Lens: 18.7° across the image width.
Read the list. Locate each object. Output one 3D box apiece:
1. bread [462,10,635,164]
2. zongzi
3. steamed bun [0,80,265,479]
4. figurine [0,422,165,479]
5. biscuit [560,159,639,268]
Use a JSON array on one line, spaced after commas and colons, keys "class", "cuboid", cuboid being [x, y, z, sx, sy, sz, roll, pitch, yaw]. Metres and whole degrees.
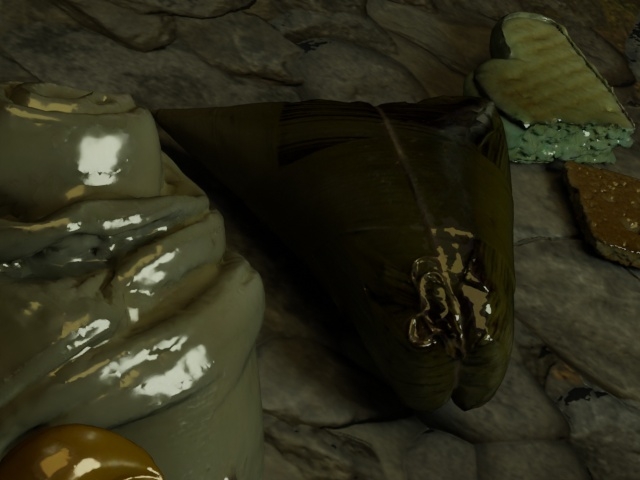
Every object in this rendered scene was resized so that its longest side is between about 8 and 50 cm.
[{"class": "bread", "cuboid": [0.221, -0.132, 1.852, 0.172, 0.064, 0.232, 27, 35, -2]}, {"class": "zongzi", "cuboid": [0.000, 0.000, 1.490, 0.300, 0.145, 0.274, 7, 41, -1]}, {"class": "steamed bun", "cuboid": [-0.176, 0.026, 1.227, 0.310, 0.219, 0.324, 3, 40, -29]}, {"class": "figurine", "cuboid": [-0.171, 0.206, 1.023, 0.215, 0.215, 0.228, 33, 23, 7]}, {"class": "biscuit", "cuboid": [0.333, -0.007, 1.799, 0.231, 0.025, 0.131, 13, 36, -20]}]
